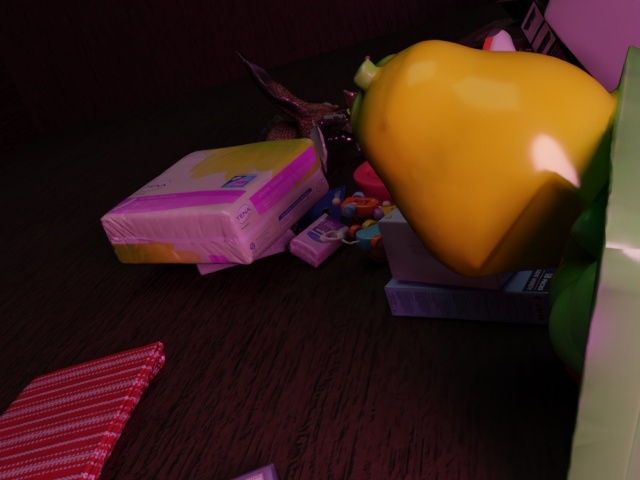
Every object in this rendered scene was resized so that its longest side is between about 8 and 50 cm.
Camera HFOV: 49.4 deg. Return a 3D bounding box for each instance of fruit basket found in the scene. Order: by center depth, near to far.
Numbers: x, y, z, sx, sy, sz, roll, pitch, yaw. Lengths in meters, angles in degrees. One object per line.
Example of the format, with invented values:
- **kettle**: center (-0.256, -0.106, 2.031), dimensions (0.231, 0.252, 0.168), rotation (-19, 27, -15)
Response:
- **fruit basket**: center (0.195, -0.006, 0.533), dimensions (0.391, 0.283, 0.392), rotation (-3, 30, 2)

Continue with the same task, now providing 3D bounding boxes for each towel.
- **towel**: center (-0.292, 0.214, 0.756), dimensions (0.198, 0.031, 0.275), rotation (-16, 21, 12)

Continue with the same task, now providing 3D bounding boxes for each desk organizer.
- **desk organizer**: center (0.352, -0.381, 1.128), dimensions (0.050, 0.047, 0.130), rotation (-30, 25, -21)

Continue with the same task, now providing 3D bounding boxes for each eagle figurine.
- **eagle figurine**: center (-0.040, -0.238, 1.358), dimensions (0.298, 0.227, 0.225), rotation (10, -4, 22)

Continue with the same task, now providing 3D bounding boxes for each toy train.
- **toy train**: center (0.064, -0.016, 0.957), dimensions (0.125, 0.046, 0.166), rotation (2, 26, 16)

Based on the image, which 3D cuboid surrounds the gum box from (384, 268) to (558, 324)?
- **gum box**: center (0.188, 0.030, 0.776), dimensions (0.184, 0.041, 0.157), rotation (0, 29, 37)

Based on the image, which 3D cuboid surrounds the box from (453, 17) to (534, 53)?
- **box**: center (0.351, -0.286, 1.196), dimensions (0.167, 0.169, 0.203), rotation (-33, 26, -31)

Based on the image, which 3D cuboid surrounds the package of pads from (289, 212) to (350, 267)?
- **package of pads**: center (0.000, 0.000, 0.987), dimensions (0.050, 0.032, 0.083), rotation (32, 47, 21)

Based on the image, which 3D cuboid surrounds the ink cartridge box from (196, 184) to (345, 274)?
- **ink cartridge box**: center (-0.076, -0.037, 1.131), dimensions (0.223, 0.045, 0.223), rotation (-14, 23, 12)

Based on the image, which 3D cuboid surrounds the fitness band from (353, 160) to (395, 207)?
- **fitness band**: center (0.185, -0.103, 1.073), dimensions (0.209, 0.054, 0.290), rotation (-32, 27, -34)

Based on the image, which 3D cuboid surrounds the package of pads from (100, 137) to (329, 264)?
- **package of pads**: center (-0.159, -0.061, 1.061), dimensions (0.296, 0.101, 0.229), rotation (0, 32, 38)

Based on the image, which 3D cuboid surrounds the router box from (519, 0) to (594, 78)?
- **router box**: center (0.486, -0.285, 1.002), dimensions (0.308, 0.243, 0.081), rotation (-22, -15, -7)

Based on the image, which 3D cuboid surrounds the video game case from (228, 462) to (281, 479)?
- **video game case**: center (-0.100, 0.279, 0.465), dimensions (0.196, 0.026, 0.274), rotation (-21, 24, -4)

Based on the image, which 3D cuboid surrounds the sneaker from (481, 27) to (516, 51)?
- **sneaker**: center (0.300, -0.209, 1.005), dimensions (0.144, 0.090, 0.270), rotation (4, 51, 18)

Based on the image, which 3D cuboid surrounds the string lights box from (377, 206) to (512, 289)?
- **string lights box**: center (0.196, -0.047, 0.790), dimensions (0.133, 0.077, 0.259), rotation (4, 30, 43)

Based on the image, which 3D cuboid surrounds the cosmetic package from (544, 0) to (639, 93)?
- **cosmetic package**: center (0.541, -0.324, 0.772), dimensions (0.393, 0.329, 0.328), rotation (-23, 65, -11)
